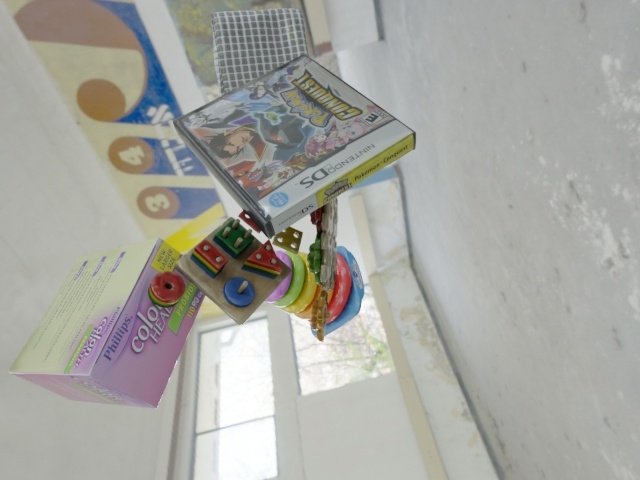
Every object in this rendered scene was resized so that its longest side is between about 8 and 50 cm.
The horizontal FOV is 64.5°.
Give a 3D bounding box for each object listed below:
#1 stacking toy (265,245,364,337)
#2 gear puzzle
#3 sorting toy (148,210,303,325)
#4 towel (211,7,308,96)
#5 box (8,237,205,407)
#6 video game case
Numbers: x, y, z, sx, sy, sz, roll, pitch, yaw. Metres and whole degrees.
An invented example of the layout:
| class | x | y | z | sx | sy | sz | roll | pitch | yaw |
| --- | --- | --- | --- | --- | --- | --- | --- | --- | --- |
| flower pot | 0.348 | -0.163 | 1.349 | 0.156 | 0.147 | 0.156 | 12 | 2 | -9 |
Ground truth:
| class | x | y | z | sx | sy | sz | roll | pitch | yaw |
| --- | --- | --- | --- | --- | --- | --- | --- | --- | --- |
| stacking toy | -0.071 | 0.078 | 1.028 | 0.301 | 0.165 | 0.175 | 18 | -135 | -38 |
| gear puzzle | 0.000 | 0.000 | 0.862 | 0.175 | 0.044 | 0.339 | 31 | -120 | -82 |
| sorting toy | -0.117 | 0.029 | 0.765 | 0.132 | 0.046 | 0.274 | 42 | -133 | 1 |
| towel | -0.141 | -0.430 | 1.269 | 0.121 | 0.234 | 0.284 | 174 | 87 | -75 |
| box | -0.320 | 0.129 | 0.783 | 0.117 | 0.242 | 0.214 | 45 | -131 | -37 |
| video game case | -0.045 | -0.155 | 0.735 | 0.275 | 0.248 | 0.035 | 46 | 161 | 33 |
